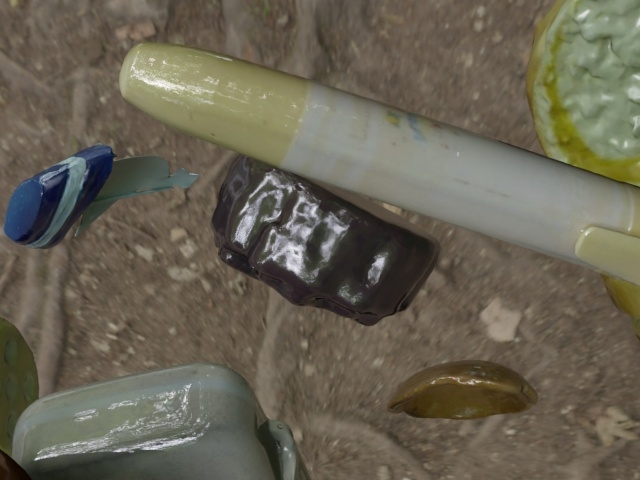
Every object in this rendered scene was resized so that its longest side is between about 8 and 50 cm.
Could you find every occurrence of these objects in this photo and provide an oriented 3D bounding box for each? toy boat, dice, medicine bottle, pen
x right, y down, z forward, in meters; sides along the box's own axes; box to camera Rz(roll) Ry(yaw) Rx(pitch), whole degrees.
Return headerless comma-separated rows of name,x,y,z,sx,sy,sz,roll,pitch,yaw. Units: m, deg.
toy boat,-0.303,-0.052,1.432,0.210,0.291,0.070,-34,77,16
dice,-0.497,0.210,1.448,0.166,0.169,0.169,-5,38,10
medicine bottle,-0.150,0.282,1.110,0.282,0.375,0.123,-14,44,4
pen,0.050,-0.015,0.332,0.233,0.040,0.032,16,117,-14

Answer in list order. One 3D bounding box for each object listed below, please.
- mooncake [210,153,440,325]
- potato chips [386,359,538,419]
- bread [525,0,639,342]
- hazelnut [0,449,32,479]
mooncake,0.000,0.000,1.284,0.283,0.283,0.141,28,99,5
potato chips,0.189,0.196,1.411,0.195,0.208,0.062,5,67,-8
bread,0.253,-0.023,0.636,0.160,0.333,0.333,-35,77,35
hazelnut,-0.337,0.332,0.813,0.359,0.359,0.409,-27,51,-6
